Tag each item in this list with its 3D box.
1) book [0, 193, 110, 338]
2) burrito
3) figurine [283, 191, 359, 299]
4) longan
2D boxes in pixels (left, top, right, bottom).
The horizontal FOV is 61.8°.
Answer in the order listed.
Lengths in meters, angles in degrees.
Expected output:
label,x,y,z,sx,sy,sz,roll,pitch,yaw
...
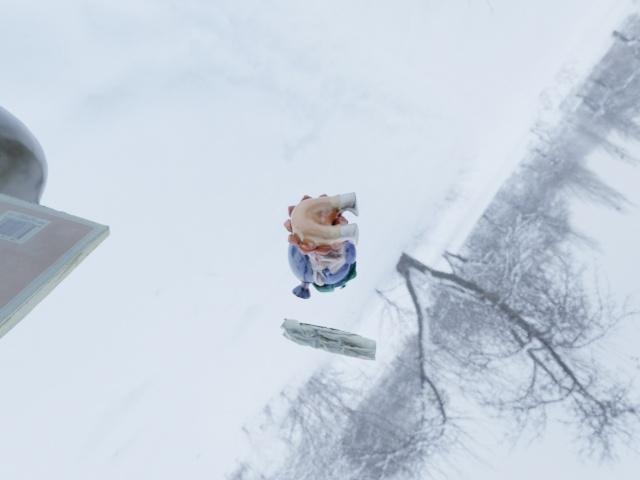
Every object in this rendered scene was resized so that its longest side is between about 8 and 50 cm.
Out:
label,x,y,z,sx,sy,sz,roll,pitch,yaw
book,-0.344,0.030,0.515,0.242,0.170,0.018,-65,169,-55
burrito,0.013,0.181,0.971,0.041,0.185,0.045,-45,142,-66
figurine,0.000,0.000,0.715,0.195,0.102,0.112,84,10,-63
longan,-0.711,-0.104,1.038,0.361,0.361,0.361,-48,163,-19
